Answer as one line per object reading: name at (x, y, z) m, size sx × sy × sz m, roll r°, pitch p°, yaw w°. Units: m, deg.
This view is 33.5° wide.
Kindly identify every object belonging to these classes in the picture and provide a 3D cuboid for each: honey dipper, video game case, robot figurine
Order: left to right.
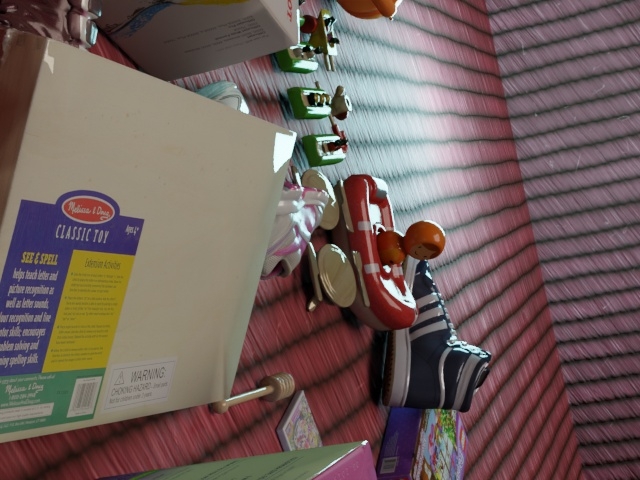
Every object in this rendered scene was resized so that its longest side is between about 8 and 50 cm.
honey dipper at (-0.073, 0.168, 1.147) m, size 0.160 × 0.030 × 0.030 m, roll -5°, pitch 84°, yaw -67°
video game case at (-0.018, 0.253, 1.271) m, size 0.087 × 0.011 × 0.122 m, roll -58°, pitch 133°, yaw -62°
robot figurine at (0.062, -0.437, 1.689) m, size 0.128 × 0.158 × 0.219 m, roll -66°, pitch 151°, yaw -8°

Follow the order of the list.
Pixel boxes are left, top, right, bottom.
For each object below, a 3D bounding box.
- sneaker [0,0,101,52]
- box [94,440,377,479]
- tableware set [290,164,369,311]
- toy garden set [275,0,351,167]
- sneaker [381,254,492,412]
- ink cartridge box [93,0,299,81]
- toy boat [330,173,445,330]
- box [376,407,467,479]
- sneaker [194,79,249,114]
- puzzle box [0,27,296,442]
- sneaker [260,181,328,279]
sneaker at (-0.243, -0.166, 0.774) m, size 0.162 × 0.106 × 0.281 m, roll 9°, pitch 71°, yaw -65°
box at (-0.099, 0.231, 0.735) m, size 0.213 × 0.243 × 0.117 m, roll -4°, pitch 83°, yaw -70°
tableware set at (0.000, 0.000, 1.420) m, size 0.128 × 0.039 × 0.194 m, roll 13°, pitch 61°, yaw -55°
toy garden set at (0.004, -0.231, 1.507) m, size 0.204 × 0.049 × 0.244 m, roll -19°, pitch 93°, yaw -71°
sneaker at (0.183, 0.140, 1.628) m, size 0.099 × 0.153 × 0.282 m, roll 99°, pitch 1°, yaw -52°
ink cartridge box at (-0.141, -0.292, 1.013) m, size 0.232 × 0.168 × 0.171 m, roll 45°, pitch 39°, yaw -56°
toy boat at (0.107, 0.012, 1.529) m, size 0.151 × 0.151 × 0.231 m, roll 7°, pitch 73°, yaw -68°
box at (0.163, 0.335, 1.637) m, size 0.293 × 0.057 × 0.201 m, roll -69°, pitch 143°, yaw -56°
sneaker at (-0.125, -0.099, 1.068) m, size 0.086 × 0.085 × 0.237 m, roll 63°, pitch 24°, yaw -11°
puzzle box at (-0.149, 0.008, 0.846) m, size 0.409 × 0.052 × 0.272 m, roll 10°, pitch 95°, yaw -69°
sneaker at (-0.061, -0.014, 1.193) m, size 0.252 × 0.103 × 0.111 m, roll -2°, pitch 106°, yaw -78°
